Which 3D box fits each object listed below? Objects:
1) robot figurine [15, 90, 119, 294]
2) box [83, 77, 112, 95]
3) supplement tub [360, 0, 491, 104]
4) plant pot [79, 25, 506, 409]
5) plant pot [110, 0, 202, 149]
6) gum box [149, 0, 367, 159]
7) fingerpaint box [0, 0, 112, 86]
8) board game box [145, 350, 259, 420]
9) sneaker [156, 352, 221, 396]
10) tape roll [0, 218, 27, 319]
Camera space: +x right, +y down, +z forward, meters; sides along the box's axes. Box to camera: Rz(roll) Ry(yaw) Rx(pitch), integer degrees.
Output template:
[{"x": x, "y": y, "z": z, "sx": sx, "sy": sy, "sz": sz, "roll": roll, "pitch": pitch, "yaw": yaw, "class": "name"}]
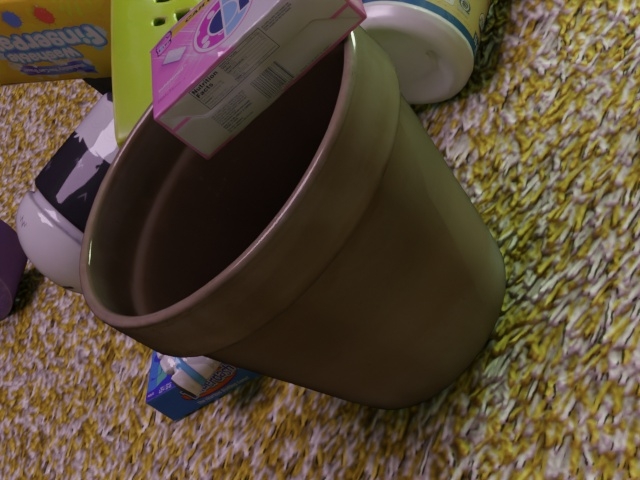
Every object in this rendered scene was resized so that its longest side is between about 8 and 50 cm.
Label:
[{"x": -0.236, "y": -0.063, "z": 1.734, "sx": 0.278, "sy": 0.173, "sz": 0.209, "roll": -51, "pitch": -4, "yaw": 3, "class": "robot figurine"}, {"x": -0.234, "y": -0.340, "z": 2.027, "sx": 0.165, "sy": 0.143, "sz": 0.270, "roll": -17, "pitch": 46, "yaw": 42, "class": "box"}, {"x": 0.105, "y": -0.257, "z": 1.500, "sx": 0.144, "sy": 0.144, "sz": 0.199, "roll": -15, "pitch": 48, "yaw": 45, "class": "supplement tub"}, {"x": 0.000, "y": 0.000, "z": 1.252, "sx": 0.323, "sy": 0.280, "sz": 0.323, "roll": -32, "pitch": 37, "yaw": 29, "class": "plant pot"}, {"x": -0.079, "y": -0.138, "z": 1.485, "sx": 0.207, "sy": 0.227, "sz": 0.228, "roll": -15, "pitch": 52, "yaw": 8, "class": "plant pot"}, {"x": -0.057, "y": -0.160, "z": 1.158, "sx": 0.188, "sy": 0.062, "sz": 0.107, "roll": -40, "pitch": 33, "yaw": 20, "class": "gum box"}, {"x": -0.238, "y": -0.392, "z": 1.829, "sx": 0.445, "sy": 0.163, "sz": 0.371, "roll": 1, "pitch": 56, "yaw": 34, "class": "fingerpaint box"}, {"x": -0.105, "y": 0.069, "z": 1.544, "sx": 0.160, "sy": 0.047, "sz": 0.210, "roll": -31, "pitch": 37, "yaw": 31, "class": "board game box"}, {"x": -0.130, "y": 0.072, "z": 1.473, "sx": 0.083, "sy": 0.071, "sz": 0.190, "roll": -40, "pitch": 43, "yaw": 9, "class": "sneaker"}, {"x": -0.496, "y": 0.031, "z": 1.957, "sx": 0.189, "sy": 0.189, "sz": 0.080, "roll": -24, "pitch": 42, "yaw": 38, "class": "tape roll"}]
